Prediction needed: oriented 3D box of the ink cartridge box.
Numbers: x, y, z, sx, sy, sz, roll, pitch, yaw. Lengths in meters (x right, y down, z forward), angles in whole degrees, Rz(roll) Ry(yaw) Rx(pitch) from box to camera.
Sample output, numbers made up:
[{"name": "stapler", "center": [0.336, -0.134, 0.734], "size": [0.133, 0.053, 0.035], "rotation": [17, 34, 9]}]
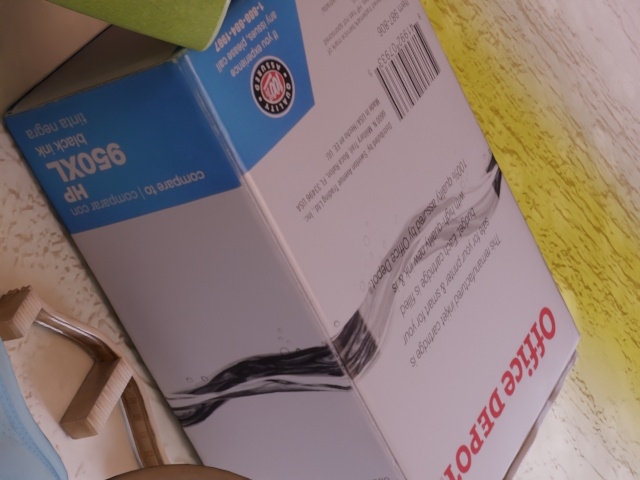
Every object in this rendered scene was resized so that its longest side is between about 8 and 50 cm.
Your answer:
[{"name": "ink cartridge box", "center": [0.000, 0.000, 1.287], "size": [0.395, 0.166, 0.285], "rotation": [62, 37, -18]}]

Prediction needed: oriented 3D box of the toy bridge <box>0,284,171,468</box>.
[{"name": "toy bridge", "center": [-0.141, 0.099, 1.173], "size": [0.188, 0.026, 0.063], "rotation": [56, 38, -27]}]

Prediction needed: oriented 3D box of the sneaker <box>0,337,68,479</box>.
[{"name": "sneaker", "center": [-0.250, 0.049, 0.961], "size": [0.150, 0.135, 0.366], "rotation": [-69, 142, -51]}]

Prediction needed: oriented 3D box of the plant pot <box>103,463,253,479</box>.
[{"name": "plant pot", "center": [-0.140, 0.295, 0.864], "size": [0.323, 0.280, 0.323], "rotation": [29, 50, -42]}]

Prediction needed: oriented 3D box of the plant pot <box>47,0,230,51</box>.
[{"name": "plant pot", "center": [-0.185, -0.263, 1.005], "size": [0.294, 0.275, 0.274], "rotation": [8, 66, -12]}]
